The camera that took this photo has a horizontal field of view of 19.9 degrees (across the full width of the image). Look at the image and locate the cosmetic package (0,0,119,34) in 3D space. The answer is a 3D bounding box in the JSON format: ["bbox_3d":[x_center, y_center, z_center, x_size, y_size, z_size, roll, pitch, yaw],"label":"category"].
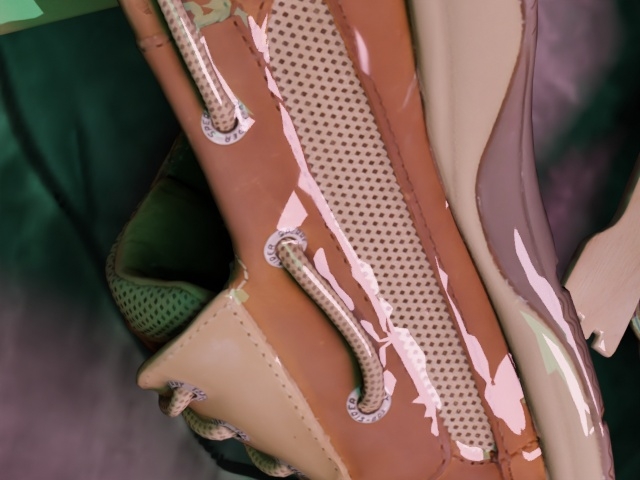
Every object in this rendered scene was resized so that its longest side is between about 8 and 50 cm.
[{"bbox_3d":[-0.086,-0.089,0.507,0.115,0.041,0.060,-17,108,-14],"label":"cosmetic package"}]

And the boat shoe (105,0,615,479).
[{"bbox_3d":[0.000,0.000,0.506,0.120,0.122,0.324,-17,119,-6],"label":"boat shoe"}]

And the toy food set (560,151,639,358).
[{"bbox_3d":[0.157,0.029,0.615,0.192,0.038,0.132,37,68,-22],"label":"toy food set"}]
